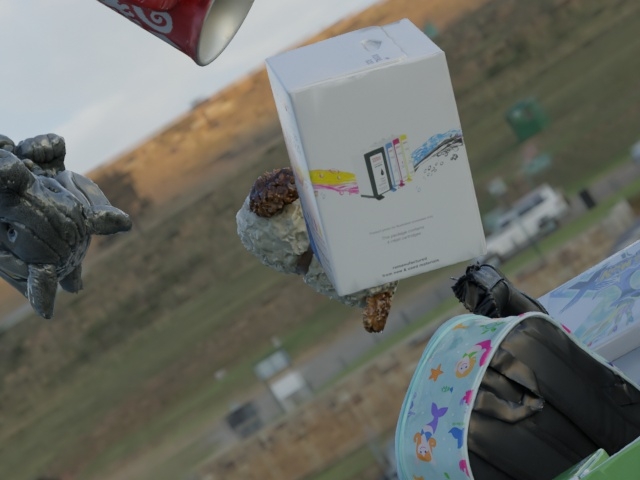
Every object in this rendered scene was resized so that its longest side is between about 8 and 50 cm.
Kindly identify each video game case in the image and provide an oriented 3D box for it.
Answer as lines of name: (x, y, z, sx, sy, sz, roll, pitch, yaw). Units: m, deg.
video game case: (0.414, 0.076, 2.237, 0.329, 0.036, 0.300, -32, 12, 19)

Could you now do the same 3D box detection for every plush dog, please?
plush dog: (0.000, 0.000, 2.137, 0.262, 0.225, 0.210, 102, -174, -64)

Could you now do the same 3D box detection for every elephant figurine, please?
elephant figurine: (-0.269, -0.011, 1.568, 0.186, 0.169, 0.239, 4, 10, -28)

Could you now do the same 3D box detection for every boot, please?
boot: (0.204, 0.073, 1.868, 0.045, 0.121, 0.099, -47, -10, 18)

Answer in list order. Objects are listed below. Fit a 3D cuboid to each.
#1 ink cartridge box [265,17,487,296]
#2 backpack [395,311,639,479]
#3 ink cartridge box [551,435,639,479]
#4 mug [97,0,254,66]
ink cartridge box: (0.056, -0.093, 1.752, 0.168, 0.232, 0.171, -16, 20, -5)
backpack: (0.183, 0.189, 1.575, 0.191, 0.253, 0.225, 1, 58, 45)
ink cartridge box: (0.157, 0.200, 0.993, 0.209, 0.109, 0.062, -40, -7, 26)
mug: (-0.140, -0.228, 1.269, 0.113, 0.169, 0.150, -60, -9, -6)
